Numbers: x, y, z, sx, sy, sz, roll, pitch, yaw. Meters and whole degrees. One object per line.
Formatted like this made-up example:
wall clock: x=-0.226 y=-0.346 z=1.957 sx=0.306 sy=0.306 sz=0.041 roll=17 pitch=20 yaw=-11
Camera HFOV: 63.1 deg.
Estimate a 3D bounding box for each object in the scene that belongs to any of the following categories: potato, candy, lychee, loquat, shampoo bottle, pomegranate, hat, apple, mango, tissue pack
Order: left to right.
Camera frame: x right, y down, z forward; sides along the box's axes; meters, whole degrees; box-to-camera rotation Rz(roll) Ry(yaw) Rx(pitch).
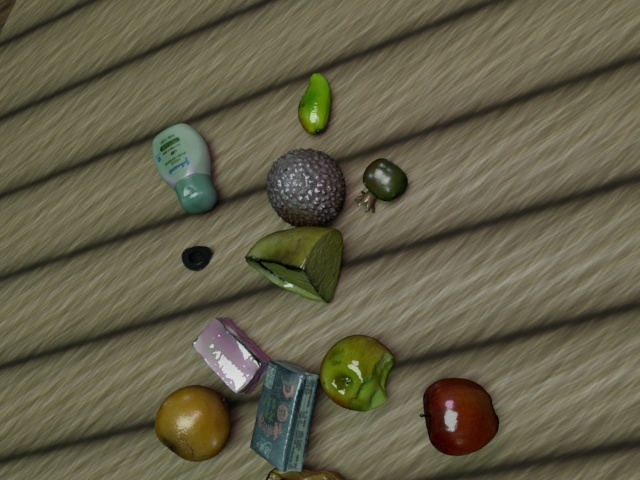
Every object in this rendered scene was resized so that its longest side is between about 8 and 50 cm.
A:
shampoo bottle: x=-0.512 y=-0.264 z=2.016 sx=0.222 sy=0.151 sz=0.349 roll=-27 pitch=76 yaw=9
loquat: x=-0.435 y=0.630 z=1.799 sx=0.263 sy=0.263 sz=0.263 roll=-3 pitch=81 yaw=16
hat: x=-0.474 y=0.056 z=2.001 sx=0.121 sy=0.121 sz=0.050 roll=-37 pitch=32 yaw=8
candy: x=-0.319 y=0.409 z=1.871 sx=0.265 sy=0.116 sz=0.155 roll=40 pitch=95 yaw=18
tissue pack: x=-0.126 y=0.577 z=1.745 sx=0.228 sy=0.103 sz=0.315 roll=5 pitch=81 yaw=56
potato: x=-0.085 y=0.041 z=1.776 sx=0.280 sy=0.330 sz=0.212 roll=16 pitch=69 yaw=25
lychee: x=-0.060 y=-0.180 z=1.800 sx=0.300 sy=0.300 sz=0.300 roll=-3 pitch=81 yaw=16
mango: x=-0.022 y=-0.502 z=1.925 sx=0.125 sy=0.111 sz=0.233 roll=-2 pitch=80 yaw=12
apple: x=0.121 y=0.429 z=1.678 sx=0.246 sy=0.226 sz=0.246 roll=-2 pitch=83 yaw=18
pomegranate: x=0.207 y=-0.186 z=1.807 sx=0.152 sy=0.131 sz=0.191 roll=40 pitch=117 yaw=13
apple: x=0.416 y=0.528 z=1.584 sx=0.234 sy=0.234 sz=0.234 roll=-3 pitch=81 yaw=16

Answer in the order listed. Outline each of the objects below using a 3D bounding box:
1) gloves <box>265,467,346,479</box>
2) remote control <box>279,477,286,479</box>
gloves: x=-0.016 y=0.849 z=1.692 sx=0.356 sy=0.155 sz=0.203 roll=8 pitch=88 yaw=14
remote control: x=-0.128 y=0.929 z=1.661 sx=0.144 sy=0.062 sz=0.398 roll=27 pitch=121 yaw=29
